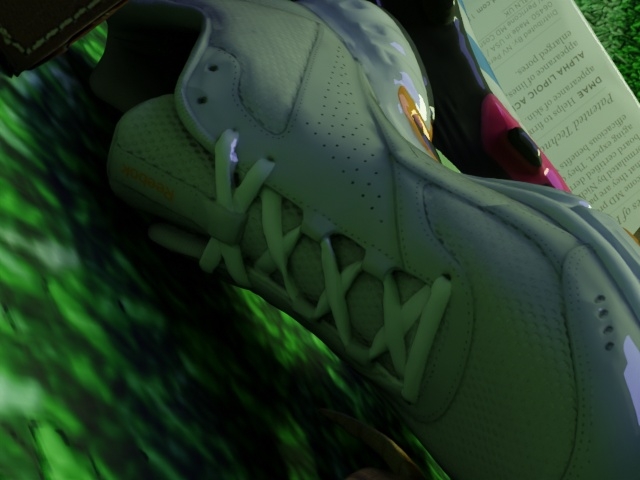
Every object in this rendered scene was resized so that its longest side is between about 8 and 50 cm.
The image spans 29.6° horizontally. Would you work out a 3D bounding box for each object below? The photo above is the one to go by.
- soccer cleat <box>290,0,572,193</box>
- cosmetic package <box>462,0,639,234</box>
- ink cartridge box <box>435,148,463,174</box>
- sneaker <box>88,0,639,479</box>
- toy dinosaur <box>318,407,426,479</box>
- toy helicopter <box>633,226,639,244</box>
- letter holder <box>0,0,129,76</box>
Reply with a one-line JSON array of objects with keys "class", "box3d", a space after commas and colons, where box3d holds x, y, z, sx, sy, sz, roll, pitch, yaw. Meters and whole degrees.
[{"class": "soccer cleat", "box3d": [0.060, -0.030, 0.662, 0.143, 0.116, 0.331, 128, -57, -78]}, {"class": "cosmetic package", "box3d": [0.163, -0.013, 0.883, 0.385, 0.156, 0.217, 51, -3, -16]}, {"class": "ink cartridge box", "box3d": [0.104, 0.087, 0.483, 0.171, 0.056, 0.235, 24, 58, -70]}, {"class": "sneaker", "box3d": [0.000, 0.000, 0.378, 0.121, 0.099, 0.262, 4, 31, -33]}, {"class": "toy dinosaur", "box3d": [0.025, 0.085, 0.326, 0.112, 0.064, 0.211, 57, 10, 12]}, {"class": "toy helicopter", "box3d": [0.242, 0.154, 0.689, 0.235, 0.140, 0.355, 5, 78, -44]}, {"class": "letter holder", "box3d": [-0.095, -0.245, 0.351, 0.302, 0.214, 0.152, 52, 12, -24]}]
